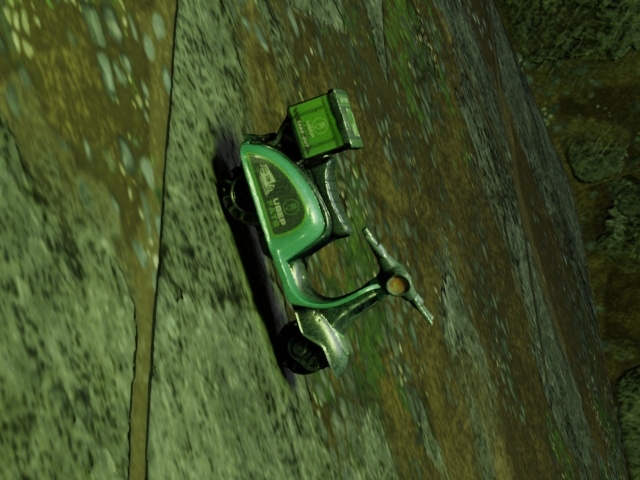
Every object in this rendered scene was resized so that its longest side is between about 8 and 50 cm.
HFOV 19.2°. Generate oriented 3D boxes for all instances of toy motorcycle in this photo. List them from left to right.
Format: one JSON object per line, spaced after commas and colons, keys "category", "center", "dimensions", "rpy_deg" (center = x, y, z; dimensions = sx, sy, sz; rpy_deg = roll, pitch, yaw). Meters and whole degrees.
{"category": "toy motorcycle", "center": [0.000, 0.000, 1.192], "dimensions": [0.058, 0.100, 0.173], "rpy_deg": [-5, 77, -76]}
